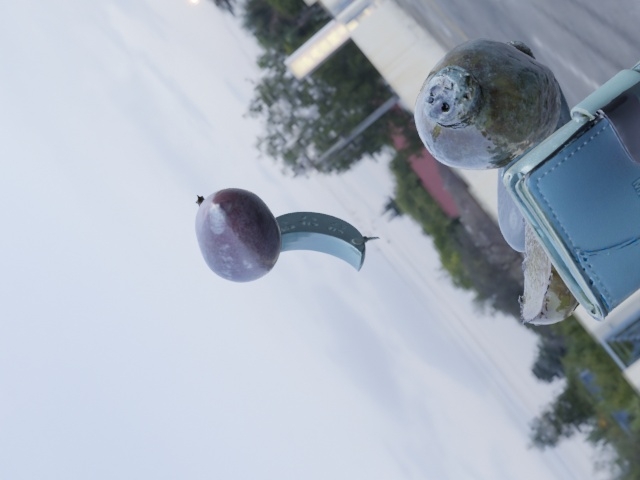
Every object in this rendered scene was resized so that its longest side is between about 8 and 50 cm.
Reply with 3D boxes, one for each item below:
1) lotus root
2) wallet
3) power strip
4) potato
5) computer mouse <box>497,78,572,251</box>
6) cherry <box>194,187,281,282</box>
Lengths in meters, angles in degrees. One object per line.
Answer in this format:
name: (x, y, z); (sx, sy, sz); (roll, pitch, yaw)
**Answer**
lotus root: (0.203, -0.163, 1.277); (0.175, 0.175, 0.349); (51, -155, 3)
wallet: (0.304, -0.068, 0.938); (0.176, 0.250, 0.075); (54, 175, -14)
power strip: (0.000, 0.000, 1.827); (0.216, 0.044, 0.137); (5, -148, -4)
potato: (0.320, 0.025, 1.352); (0.100, 0.089, 0.172); (129, 147, -72)
computer mouse: (0.428, -0.163, 2.014); (0.188, 0.122, 0.370); (-157, 65, -71)
cherry: (-0.127, -0.034, 1.368); (0.148, 0.115, 0.188); (24, -148, -59)
